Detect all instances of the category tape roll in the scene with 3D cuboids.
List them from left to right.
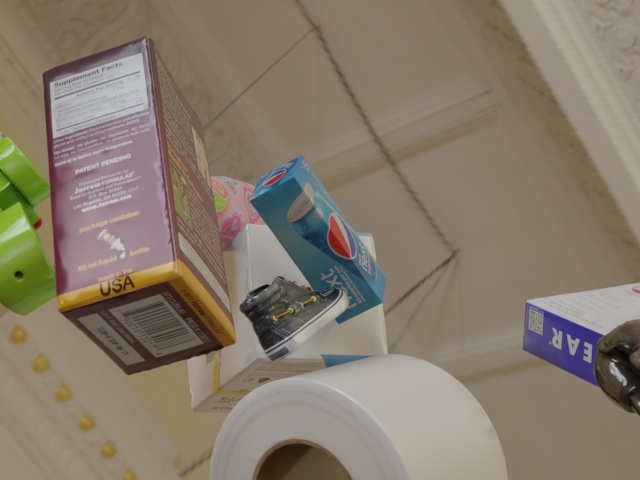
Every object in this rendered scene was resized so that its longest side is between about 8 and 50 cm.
[{"bbox_3d":[0.036,0.241,1.116,0.246,0.169,0.246,3,-85,36],"label":"tape roll"}]

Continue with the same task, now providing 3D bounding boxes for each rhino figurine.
[{"bbox_3d":[0.304,0.122,0.844,0.243,0.106,0.073,21,-76,-21],"label":"rhino figurine"}]

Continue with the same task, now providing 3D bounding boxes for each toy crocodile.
[{"bbox_3d":[-0.336,-0.051,1.087,0.340,0.115,0.105,37,-16,43],"label":"toy crocodile"}]

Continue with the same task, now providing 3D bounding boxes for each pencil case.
[{"bbox_3d":[-0.171,-0.039,1.643,0.124,0.284,0.124,-1,-93,18],"label":"pencil case"}]

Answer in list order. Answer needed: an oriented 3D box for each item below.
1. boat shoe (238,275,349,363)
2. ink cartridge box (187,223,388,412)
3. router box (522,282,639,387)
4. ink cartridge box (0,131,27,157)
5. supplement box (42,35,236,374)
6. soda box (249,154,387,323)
[{"bbox_3d":[-0.028,0.074,1.379,0.065,0.183,0.083,-31,-87,29],"label":"boat shoe"},{"bbox_3d":[-0.059,0.122,1.660,0.198,0.197,0.270,4,-24,-25],"label":"ink cartridge box"},{"bbox_3d":[0.515,0.151,1.661,0.335,0.301,0.082,25,-63,58],"label":"router box"},{"bbox_3d":[-0.526,-0.081,1.406,0.278,0.117,0.201,1,-12,4],"label":"ink cartridge box"},{"bbox_3d":[-0.120,-0.023,0.751,0.081,0.188,0.104,-17,-32,7],"label":"supplement box"},{"bbox_3d":[0.000,0.000,1.475,0.071,0.067,0.210,-27,-68,22],"label":"soda box"}]
